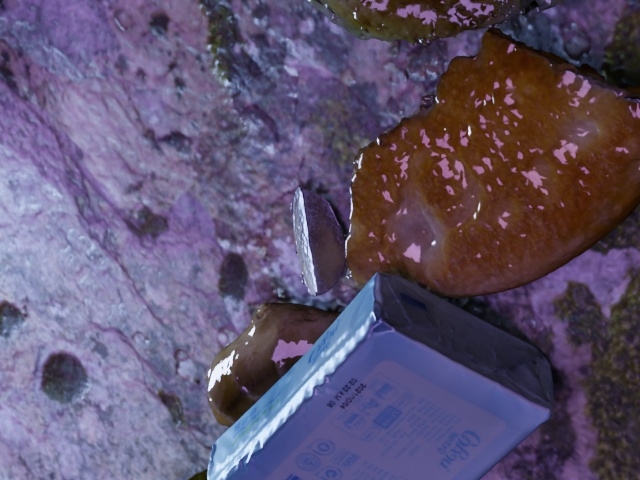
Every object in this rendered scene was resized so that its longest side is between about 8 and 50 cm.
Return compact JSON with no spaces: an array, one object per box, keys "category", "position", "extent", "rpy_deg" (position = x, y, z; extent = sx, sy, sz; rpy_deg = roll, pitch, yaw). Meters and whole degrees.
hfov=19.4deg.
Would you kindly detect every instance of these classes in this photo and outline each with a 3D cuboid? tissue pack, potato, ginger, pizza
[{"category":"tissue pack","position":[0.046,0.156,1.554],"extent":[0.177,0.089,0.263],"rpy_deg":[28,126,-19]},{"category":"potato","position":[0.000,0.001,1.589],"extent":[0.037,0.036,0.093],"rpy_deg":[157,105,-71]},{"category":"ginger","position":[-0.034,0.108,1.626],"extent":[0.095,0.069,0.190],"rpy_deg":[34,128,-23]},{"category":"pizza","position":[0.139,-0.055,1.455],"extent":[0.365,0.074,0.182],"rpy_deg":[-37,90,38]}]

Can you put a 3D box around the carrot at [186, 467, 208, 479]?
[{"category":"carrot","position":[-0.137,0.344,1.674],"extent":[0.241,0.241,0.340],"rpy_deg":[-36,90,36]}]

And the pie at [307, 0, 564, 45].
[{"category":"pie","position":[0.069,-0.296,1.387],"extent":[0.355,0.103,0.288],"rpy_deg":[-3,113,30]}]
